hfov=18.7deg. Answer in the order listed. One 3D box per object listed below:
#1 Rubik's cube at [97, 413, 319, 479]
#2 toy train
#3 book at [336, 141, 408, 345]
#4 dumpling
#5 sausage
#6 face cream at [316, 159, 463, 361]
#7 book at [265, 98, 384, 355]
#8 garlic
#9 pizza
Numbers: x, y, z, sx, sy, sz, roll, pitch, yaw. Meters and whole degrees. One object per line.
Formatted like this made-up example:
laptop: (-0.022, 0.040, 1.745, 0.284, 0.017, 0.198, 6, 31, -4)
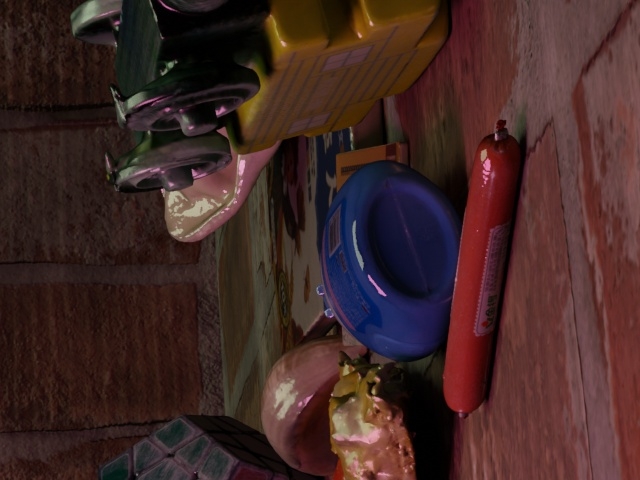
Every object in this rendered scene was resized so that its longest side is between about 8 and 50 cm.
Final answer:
Rubik's cube: (-0.131, 0.359, 2.295, 0.319, 0.264, 0.319, 178, 90, -83)
toy train: (-0.046, -0.164, 1.488, 0.442, 0.272, 0.179, 131, 123, -78)
book: (0.047, 0.006, 1.670, 0.118, 0.012, 0.172, -6, 85, 62)
dumpling: (-0.083, -0.164, 1.964, 0.243, 0.187, 0.318, -8, 89, 39)
sausage: (0.105, 0.024, 1.280, 0.034, 0.034, 0.253, -100, 11, -49)
face cream: (0.049, 0.024, 1.500, 0.264, 0.083, 0.149, 128, 125, -79)
book: (0.000, -0.066, 1.943, 0.428, 0.039, 0.300, 124, 143, -70)
garlic: (-0.009, 0.172, 1.940, 0.087, 0.101, 0.195, -102, 12, -47)
pizza: (0.039, 0.169, 1.544, 0.288, 0.075, 0.280, 83, 180, -58)
